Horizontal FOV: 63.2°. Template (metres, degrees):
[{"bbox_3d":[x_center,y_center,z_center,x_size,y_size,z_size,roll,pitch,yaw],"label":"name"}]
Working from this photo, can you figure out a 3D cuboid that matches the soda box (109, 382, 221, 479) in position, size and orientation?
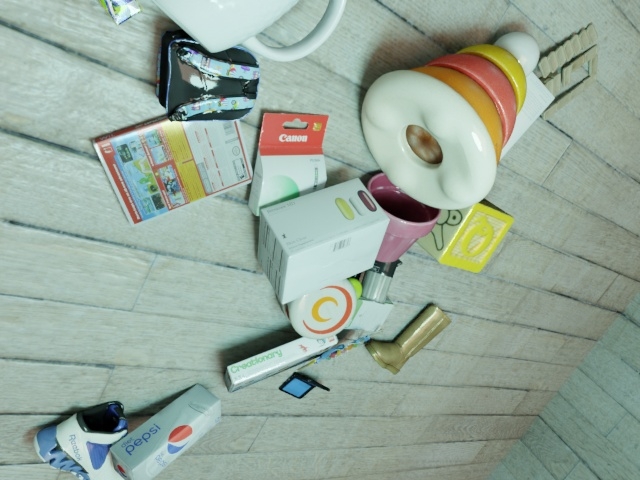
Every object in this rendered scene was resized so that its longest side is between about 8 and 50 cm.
[{"bbox_3d":[-0.396,0.507,1.366,0.286,0.098,0.091,-31,137,-44],"label":"soda box"}]

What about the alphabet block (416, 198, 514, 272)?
[{"bbox_3d":[0.373,-0.050,1.448,0.193,0.197,0.192,12,115,-37],"label":"alphabet block"}]

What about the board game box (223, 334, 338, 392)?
[{"bbox_3d":[-0.115,0.336,1.458,0.305,0.053,0.193,-18,163,-20],"label":"board game box"}]

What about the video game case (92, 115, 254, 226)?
[{"bbox_3d":[-0.291,-0.163,1.081,0.285,0.025,0.204,-23,131,-16],"label":"video game case"}]

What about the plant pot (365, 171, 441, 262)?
[{"bbox_3d":[0.186,-0.049,1.354,0.201,0.201,0.180,-6,140,-28],"label":"plant pot"}]

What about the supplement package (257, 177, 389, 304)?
[{"bbox_3d":[0.000,0.000,1.236,0.261,0.145,0.204,-21,149,-23],"label":"supplement package"}]

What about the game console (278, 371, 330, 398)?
[{"bbox_3d":[-0.049,0.472,1.648,0.122,0.107,0.071,40,68,-43],"label":"game console"}]

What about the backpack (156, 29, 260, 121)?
[{"bbox_3d":[-0.207,-0.303,0.970,0.173,0.117,0.158,-5,124,-28],"label":"backpack"}]

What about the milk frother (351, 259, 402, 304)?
[{"bbox_3d":[0.173,0.106,1.474,0.143,0.129,0.135,19,90,-32],"label":"milk frother"}]

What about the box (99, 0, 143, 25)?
[{"bbox_3d":[-0.356,-0.435,0.825,0.054,0.059,0.169,-33,133,-5],"label":"box"}]

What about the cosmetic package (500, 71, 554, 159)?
[{"bbox_3d":[0.489,-0.329,1.380,0.117,0.085,0.231,39,99,-20],"label":"cosmetic package"}]

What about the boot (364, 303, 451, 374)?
[{"bbox_3d":[0.293,0.312,1.737,0.269,0.089,0.236,-44,143,3],"label":"boot"}]

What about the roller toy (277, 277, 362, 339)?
[{"bbox_3d":[-0.015,0.151,1.389,0.209,0.146,0.191,23,101,-31],"label":"roller toy"}]

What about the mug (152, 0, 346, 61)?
[{"bbox_3d":[-0.099,-0.450,0.825,0.328,0.276,0.374,-48,137,6],"label":"mug"}]

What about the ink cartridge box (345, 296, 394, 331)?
[{"bbox_3d":[0.109,0.207,1.560,0.209,0.062,0.109,12,116,-37],"label":"ink cartridge box"}]

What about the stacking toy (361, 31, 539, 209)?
[{"bbox_3d":[0.362,-0.333,1.225,0.480,0.350,0.351,-42,136,-23],"label":"stacking toy"}]

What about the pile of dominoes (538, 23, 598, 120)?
[{"bbox_3d":[0.683,-0.476,1.462,0.251,0.040,0.196,-37,133,-15],"label":"pile of dominoes"}]

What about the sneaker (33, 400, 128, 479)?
[{"bbox_3d":[-0.547,0.528,1.344,0.182,0.127,0.315,-37,131,-1],"label":"sneaker"}]

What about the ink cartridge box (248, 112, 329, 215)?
[{"bbox_3d":[-0.061,-0.170,1.183,0.181,0.056,0.225,-8,127,-37],"label":"ink cartridge box"}]

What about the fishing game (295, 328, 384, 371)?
[{"bbox_3d":[0.068,0.330,1.543,0.264,0.041,0.189,-16,164,-36],"label":"fishing game"}]
